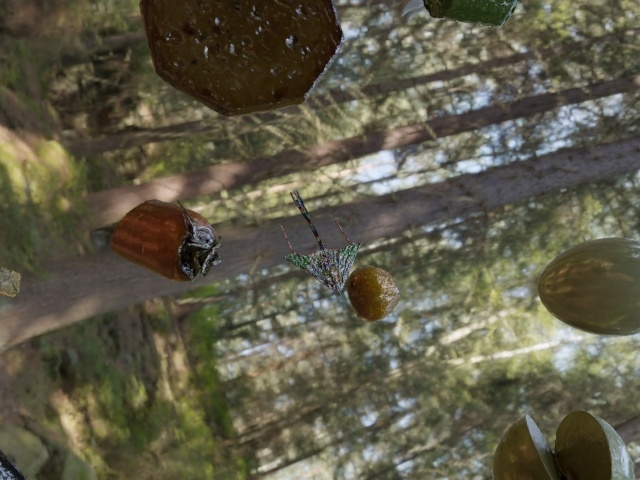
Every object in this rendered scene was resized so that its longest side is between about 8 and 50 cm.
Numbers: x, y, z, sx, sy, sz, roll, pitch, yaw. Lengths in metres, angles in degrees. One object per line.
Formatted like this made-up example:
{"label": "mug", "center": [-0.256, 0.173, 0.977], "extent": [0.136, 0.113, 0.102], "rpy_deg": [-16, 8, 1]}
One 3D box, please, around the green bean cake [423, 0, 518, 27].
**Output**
{"label": "green bean cake", "center": [0.196, -0.418, 1.046], "extent": [0.248, 0.125, 0.222], "rpy_deg": [-106, -156, -47]}

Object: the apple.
{"label": "apple", "center": [0.511, 0.500, 1.708], "extent": [0.254, 0.292, 0.292], "rpy_deg": [-99, -169, -58]}

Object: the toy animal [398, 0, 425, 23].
{"label": "toy animal", "center": [0.265, -0.580, 1.816], "extent": [0.104, 0.220, 0.131], "rpy_deg": [-93, 164, -78]}

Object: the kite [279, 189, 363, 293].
{"label": "kite", "center": [0.000, 0.000, 1.690], "extent": [0.006, 0.198, 0.244], "rpy_deg": [-46, -117, 55]}

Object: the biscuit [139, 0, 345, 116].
{"label": "biscuit", "center": [-0.134, -0.376, 1.415], "extent": [0.046, 0.359, 0.359], "rpy_deg": [121, -51, -72]}

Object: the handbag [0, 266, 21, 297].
{"label": "handbag", "center": [-0.723, 0.091, 1.836], "extent": [0.027, 0.083, 0.061], "rpy_deg": [-38, -134, 39]}

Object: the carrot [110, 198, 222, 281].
{"label": "carrot", "center": [-0.383, 0.002, 2.150], "extent": [0.331, 0.193, 0.214], "rpy_deg": [24, -84, 31]}

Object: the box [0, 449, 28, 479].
{"label": "box", "center": [-0.538, 0.380, 1.029], "extent": [0.251, 0.204, 0.345], "rpy_deg": [47, -51, 3]}

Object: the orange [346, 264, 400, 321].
{"label": "orange", "center": [0.135, 0.134, 2.091], "extent": [0.156, 0.134, 0.157], "rpy_deg": [-7, 90, -89]}

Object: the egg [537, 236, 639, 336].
{"label": "egg", "center": [0.543, 0.088, 1.544], "extent": [0.188, 0.253, 0.189], "rpy_deg": [-1, 90, -80]}
